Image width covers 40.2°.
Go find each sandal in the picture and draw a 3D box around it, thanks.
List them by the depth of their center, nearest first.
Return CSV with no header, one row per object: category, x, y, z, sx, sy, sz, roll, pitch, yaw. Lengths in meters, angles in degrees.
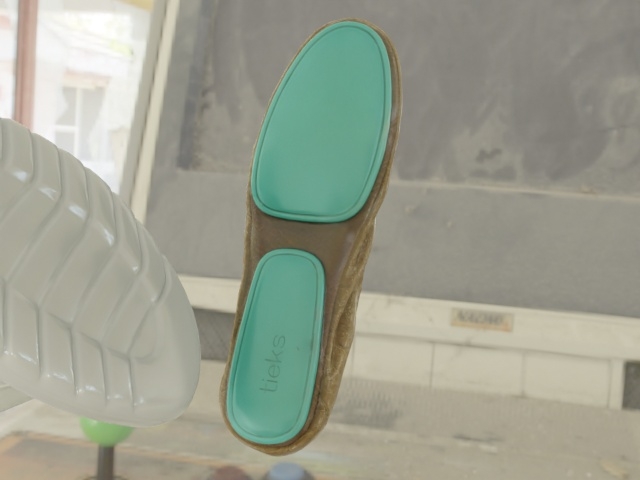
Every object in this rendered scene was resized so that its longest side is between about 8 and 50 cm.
sandal,-0.241,-0.009,0.527,0.102,0.169,0.416,-25,-48,32

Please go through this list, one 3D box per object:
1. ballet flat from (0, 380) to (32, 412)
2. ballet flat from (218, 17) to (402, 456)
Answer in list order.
ballet flat,-0.388,0.142,1.254,0.400,0.139,0.139,-15,13,-23
ballet flat,0.000,0.000,0.709,0.116,0.343,0.124,7,-6,15
